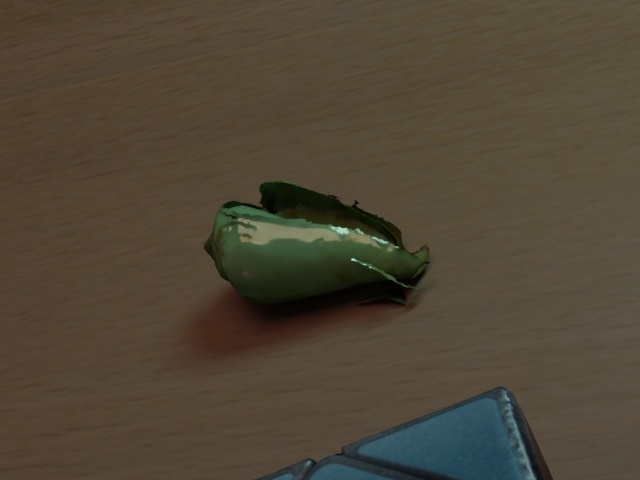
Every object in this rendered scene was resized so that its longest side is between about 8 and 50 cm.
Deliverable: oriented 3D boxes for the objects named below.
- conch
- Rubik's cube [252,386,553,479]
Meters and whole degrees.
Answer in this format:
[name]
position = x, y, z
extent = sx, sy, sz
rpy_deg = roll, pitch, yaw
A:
[conch]
position = 0.000, 0.000, 1.409
extent = 0.170, 0.079, 0.106
rpy_deg = 4, 50, 14
[Rubik's cube]
position = 0.051, 0.234, 0.968
extent = 0.205, 0.207, 0.205
rpy_deg = -22, 37, 7
